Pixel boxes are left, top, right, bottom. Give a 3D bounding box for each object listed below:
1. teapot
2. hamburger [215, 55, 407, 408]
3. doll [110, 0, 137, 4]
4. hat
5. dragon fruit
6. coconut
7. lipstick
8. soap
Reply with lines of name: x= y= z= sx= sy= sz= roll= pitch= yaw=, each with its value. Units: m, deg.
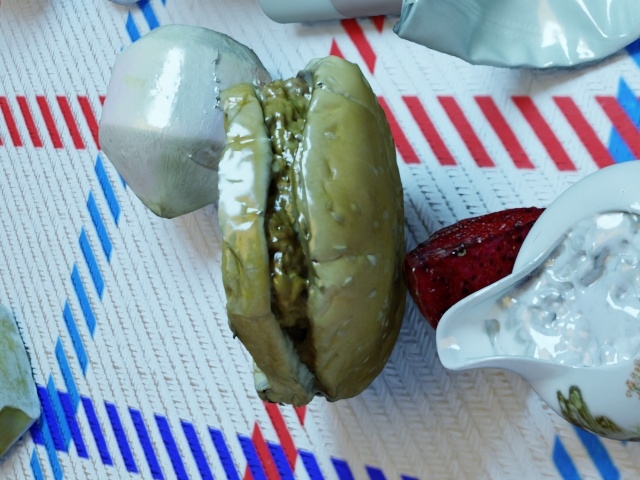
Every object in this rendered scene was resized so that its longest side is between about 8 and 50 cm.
teapot: x=0.229 y=0.035 z=1.015 sx=0.298 sy=0.139 sz=0.204 roll=-33 pitch=55 yaw=33
hamburger: x=0.000 y=-0.001 z=1.154 sx=0.144 sy=0.283 sz=0.260 roll=-4 pitch=69 yaw=1
doll: x=-0.376 y=-0.437 z=1.630 sx=0.187 sy=0.365 sz=0.376 roll=98 pitch=166 yaw=-50
hat: x=0.172 y=-0.299 z=1.128 sx=0.258 sy=0.168 sz=0.302 roll=-30 pitch=69 yaw=47
dragon fruit: x=0.126 y=0.038 z=1.131 sx=0.083 sy=0.162 sz=0.106 roll=12 pitch=119 yaw=54
coconut: x=-0.128 y=-0.110 z=1.382 sx=0.170 sy=0.171 sz=0.183 roll=-6 pitch=71 yaw=42
lipstick: x=0.052 y=-0.242 z=1.310 sx=0.254 sy=0.070 sz=0.070 roll=3 pitch=80 yaw=44
soap: x=-0.442 y=0.211 z=1.631 sx=0.274 sy=0.089 sz=0.173 roll=-43 pitch=53 yaw=27
